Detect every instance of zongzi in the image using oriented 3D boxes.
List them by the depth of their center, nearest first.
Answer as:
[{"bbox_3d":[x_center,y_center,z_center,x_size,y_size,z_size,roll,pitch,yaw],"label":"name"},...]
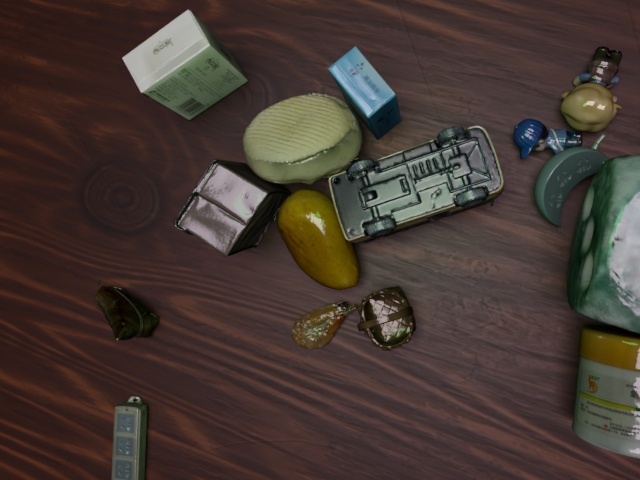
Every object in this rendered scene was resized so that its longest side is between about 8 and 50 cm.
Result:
[{"bbox_3d":[-0.525,0.181,1.568,0.187,0.184,0.084,33,99,11],"label":"zongzi"}]

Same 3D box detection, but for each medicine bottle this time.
[{"bbox_3d":[0.654,0.306,1.287,0.238,0.238,0.232,5,90,12],"label":"medicine bottle"}]

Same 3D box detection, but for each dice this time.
[{"bbox_3d":[0.694,0.021,1.232,0.330,0.348,0.328,13,94,13],"label":"dice"}]

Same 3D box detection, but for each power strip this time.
[{"bbox_3d":[0.565,-0.142,1.393,0.137,0.044,0.216,39,99,-21],"label":"power strip"},{"bbox_3d":[-0.494,0.544,1.617,0.078,0.052,0.272,2,88,13],"label":"power strip"}]

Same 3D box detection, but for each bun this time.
[{"bbox_3d":[-0.040,-0.224,1.482,0.287,0.146,0.287,-7,47,8],"label":"bun"}]

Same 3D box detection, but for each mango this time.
[{"bbox_3d":[0.000,0.000,1.483,0.167,0.130,0.262,-24,95,40],"label":"mango"}]

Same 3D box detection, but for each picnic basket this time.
[{"bbox_3d":[0.150,0.181,1.428,0.128,0.178,0.137,-23,84,11],"label":"picnic basket"}]

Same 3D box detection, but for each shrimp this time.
[{"bbox_3d":[0.012,0.201,1.531,0.184,0.043,0.091,-36,89,15],"label":"shrimp"}]

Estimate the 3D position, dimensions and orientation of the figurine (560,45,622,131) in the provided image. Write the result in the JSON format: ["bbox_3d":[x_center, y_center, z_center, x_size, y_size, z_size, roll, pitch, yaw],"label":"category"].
[{"bbox_3d":[0.612,-0.338,1.399,0.114,0.108,0.196,20,74,2],"label":"figurine"}]

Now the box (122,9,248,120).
[{"bbox_3d":[-0.316,-0.410,1.507,0.194,0.260,0.111,-32,78,8],"label":"box"}]

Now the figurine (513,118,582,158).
[{"bbox_3d":[0.514,-0.229,1.420,0.149,0.087,0.086,5,52,11],"label":"figurine"}]

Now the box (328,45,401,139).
[{"bbox_3d":[0.107,-0.330,1.426,0.083,0.232,0.142,-39,81,8],"label":"box"}]

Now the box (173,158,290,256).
[{"bbox_3d":[-0.199,-0.079,1.477,0.153,0.252,0.188,33,96,6],"label":"box"}]

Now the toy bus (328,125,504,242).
[{"bbox_3d":[0.219,-0.119,1.415,0.365,0.202,0.177,-18,79,13],"label":"toy bus"}]
